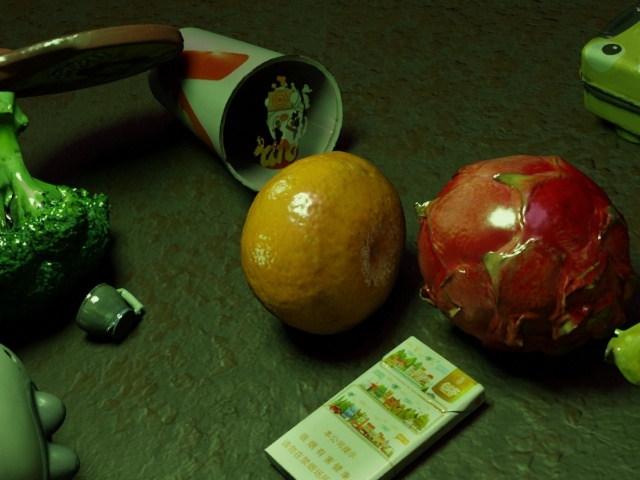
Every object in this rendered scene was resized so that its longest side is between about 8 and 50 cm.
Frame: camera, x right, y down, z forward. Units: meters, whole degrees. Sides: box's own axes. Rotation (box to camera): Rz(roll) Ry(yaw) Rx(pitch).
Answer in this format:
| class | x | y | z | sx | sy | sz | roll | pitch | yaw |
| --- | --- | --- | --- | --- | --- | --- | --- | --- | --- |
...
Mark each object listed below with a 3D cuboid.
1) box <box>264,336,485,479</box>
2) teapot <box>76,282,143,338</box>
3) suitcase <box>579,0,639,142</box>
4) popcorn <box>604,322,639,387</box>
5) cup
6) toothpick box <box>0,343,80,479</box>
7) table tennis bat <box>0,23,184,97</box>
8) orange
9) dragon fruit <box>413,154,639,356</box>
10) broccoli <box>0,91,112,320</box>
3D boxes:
| class | x | y | z | sx | sy | sz | roll | pitch | yaw |
| --- | --- | --- | --- | --- | --- | --- | --- | --- | --- |
| box | 0.061 | 0.202 | 1.266 | 0.220 | 0.032 | 0.122 | -35 | 45 | -22 |
| teapot | -0.262 | 0.090 | 1.468 | 0.057 | 0.066 | 0.088 | 30 | 32 | 16 |
| suitcase | 0.474 | -0.214 | 1.529 | 0.194 | 0.143 | 0.235 | -38 | 47 | -24 |
| popcorn | 0.466 | 0.038 | 1.149 | 0.335 | 0.279 | 0.274 | 12 | 3 | 4 |
| cup | -0.128 | -0.206 | 1.674 | 0.203 | 0.203 | 0.288 | -32 | 38 | -19 |
| toothpick box | -0.425 | 0.237 | 1.247 | 0.316 | 0.229 | 0.229 | -16 | 41 | -4 |
| table tennis bat | -0.357 | -0.234 | 1.531 | 0.268 | 0.051 | 0.415 | -15 | 1 | 38 |
| orange | 0.000 | 0.000 | 1.369 | 0.170 | 0.224 | 0.224 | 8 | 46 | 31 |
| dragon fruit | 0.227 | 0.017 | 1.286 | 0.241 | 0.241 | 0.252 | -18 | 29 | -5 |
| broccoli | -0.405 | -0.042 | 1.492 | 0.298 | 0.297 | 0.297 | -3 | 8 | 0 |
